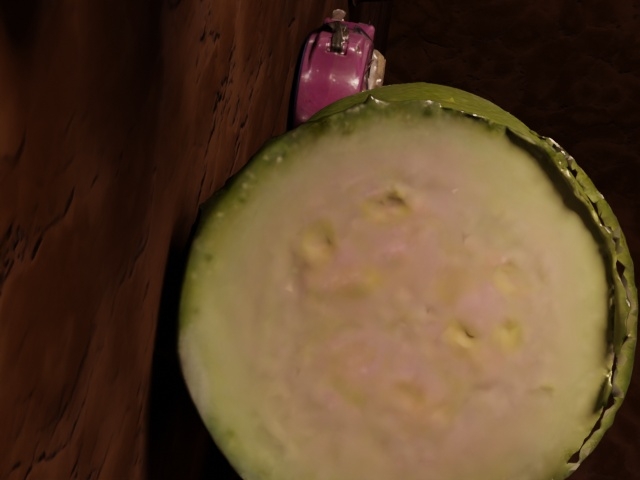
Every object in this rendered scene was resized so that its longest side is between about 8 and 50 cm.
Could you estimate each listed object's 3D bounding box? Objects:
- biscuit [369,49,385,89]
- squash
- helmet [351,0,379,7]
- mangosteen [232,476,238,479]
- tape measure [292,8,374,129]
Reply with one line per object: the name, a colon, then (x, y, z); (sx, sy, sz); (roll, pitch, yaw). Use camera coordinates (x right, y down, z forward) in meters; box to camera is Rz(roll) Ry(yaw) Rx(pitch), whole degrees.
biscuit: (0.000, 0.000, 1.257); (0.144, 0.078, 0.426); (-7, 108, -87)
squash: (0.059, 0.024, 0.783); (0.384, 0.263, 0.263); (-61, 161, -80)
helmet: (0.100, -0.385, 1.546); (0.175, 0.106, 0.155); (102, 0, -65)
mangosteen: (0.018, 0.259, 1.017); (0.275, 0.302, 0.275); (58, -3, 5)
tape measure: (0.016, -0.152, 1.088); (0.118, 0.074, 0.125); (-69, 167, -67)
